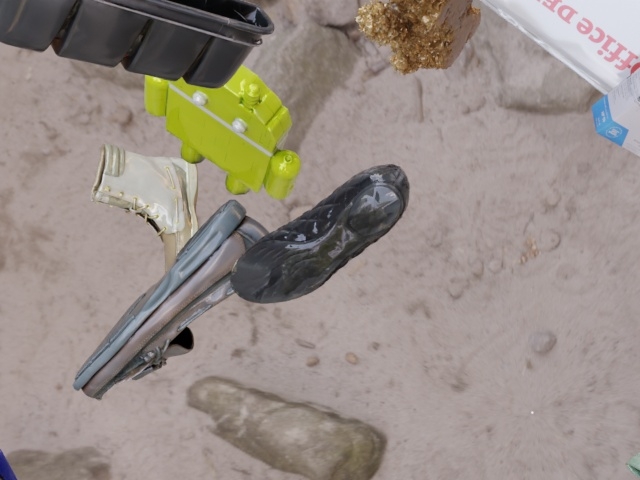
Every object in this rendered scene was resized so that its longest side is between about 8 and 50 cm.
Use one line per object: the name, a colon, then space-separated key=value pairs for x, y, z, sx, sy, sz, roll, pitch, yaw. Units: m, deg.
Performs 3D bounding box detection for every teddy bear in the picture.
teddy bear: x=0.146 y=-0.357 z=1.148 sx=0.113 sy=0.338 sz=0.245 roll=35 pitch=100 yaw=16

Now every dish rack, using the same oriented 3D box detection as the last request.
dish rack: x=-0.182 y=-0.215 z=0.611 sx=0.074 sy=0.208 sz=0.271 roll=-55 pitch=53 yaw=26

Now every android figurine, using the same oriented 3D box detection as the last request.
android figurine: x=-0.130 y=-0.155 z=1.127 sx=0.248 sy=0.273 sz=0.056 roll=36 pitch=67 yaw=1

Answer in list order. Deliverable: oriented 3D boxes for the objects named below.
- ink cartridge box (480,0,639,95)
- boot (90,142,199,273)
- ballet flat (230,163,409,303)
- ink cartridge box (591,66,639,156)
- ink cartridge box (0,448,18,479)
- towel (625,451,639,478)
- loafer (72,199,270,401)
ink cartridge box: x=0.280 y=-0.266 z=0.675 sx=0.197 sy=0.114 sz=0.273 roll=40 pitch=116 yaw=9
boot: x=-0.278 y=-0.044 z=1.315 sx=0.077 sy=0.165 sz=0.213 roll=-31 pitch=55 yaw=50
ballet flat: x=0.000 y=0.000 z=0.649 sx=0.173 sy=0.049 sz=0.057 roll=-31 pitch=102 yaw=25
ink cartridge box: x=0.236 y=-0.098 z=0.576 sx=0.048 sy=0.083 sz=0.028 roll=22 pitch=51 yaw=-22
ink cartridge box: x=-0.527 y=0.418 z=1.070 sx=0.151 sy=0.395 sz=0.270 roll=-20 pitch=102 yaw=14
towel: x=0.556 y=0.226 z=0.946 sx=0.324 sy=0.248 sz=0.038 roll=-30 pitch=114 yaw=-17
loafer: x=-0.143 y=0.079 z=0.827 sx=0.084 sy=0.096 sz=0.267 roll=40 pitch=110 yaw=-10
